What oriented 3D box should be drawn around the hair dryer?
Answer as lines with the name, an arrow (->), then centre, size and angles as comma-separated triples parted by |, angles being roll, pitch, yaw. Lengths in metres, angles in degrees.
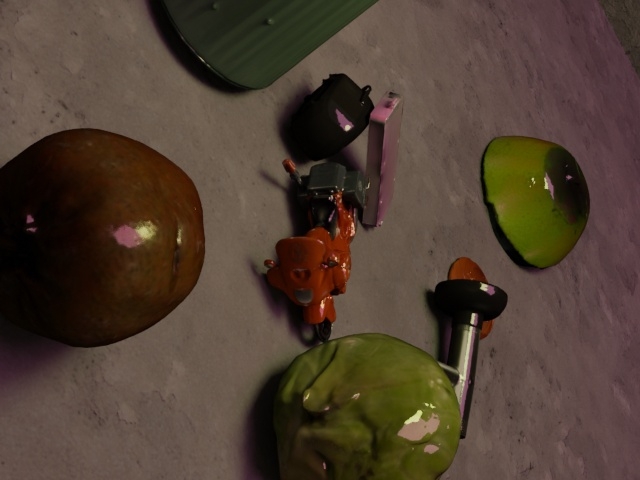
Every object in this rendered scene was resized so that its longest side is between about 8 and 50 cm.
hair dryer -> 0.251, 0.200, 1.869 | 0.284, 0.155, 0.320 | 49, 49, -44

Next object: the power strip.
power strip -> 0.120, -0.156, 1.817 | 0.109, 0.037, 0.279 | -57, 157, -46

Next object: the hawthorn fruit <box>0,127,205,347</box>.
hawthorn fruit -> -0.270, -0.008, 1.176 | 0.300, 0.267, 0.268 | -10, 83, -62

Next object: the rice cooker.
rice cooker -> 0.025, -0.235, 1.764 | 0.118, 0.142, 0.203 | 47, 38, -13

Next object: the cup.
cup -> -0.076, -0.504, 1.549 | 0.401, 0.392, 0.310 | 53, 34, -16

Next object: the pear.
pear -> 0.587, -0.117, 2.427 | 0.398, 0.165, 0.399 | 26, 56, -45

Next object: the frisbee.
frisbee -> 0.354, 0.129, 2.127 | 0.192, 0.035, 0.192 | 25, 57, -46

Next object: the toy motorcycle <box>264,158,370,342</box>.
toy motorcycle -> 0.000, 0.000, 1.641 | 0.221, 0.147, 0.326 | 59, 33, -54

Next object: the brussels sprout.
brussels sprout -> 0.083, 0.294, 1.498 | 0.328, 0.327, 0.247 | -57, 146, -47
